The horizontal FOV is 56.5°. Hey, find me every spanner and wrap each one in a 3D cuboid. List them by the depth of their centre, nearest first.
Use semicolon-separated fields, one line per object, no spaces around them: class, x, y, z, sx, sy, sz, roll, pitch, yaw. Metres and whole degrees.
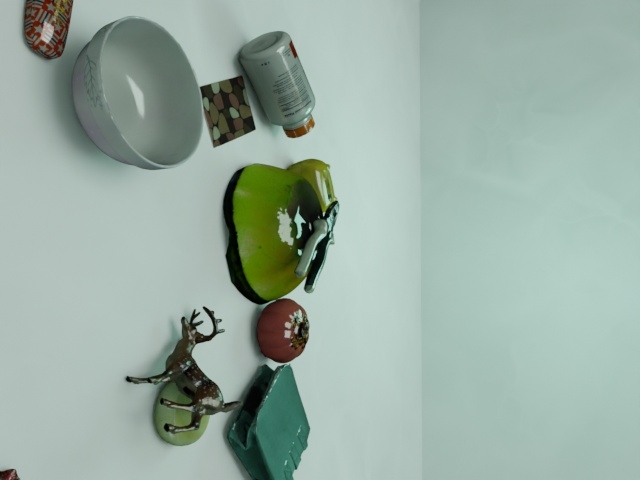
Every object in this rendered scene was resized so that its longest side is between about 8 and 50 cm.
spanner;0.000;0.000;1.623;0.096;0.040;0.325;66;32;-36

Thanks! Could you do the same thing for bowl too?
bowl;-0.370;-0.274;1.162;0.287;0.143;0.287;-5;90;-65

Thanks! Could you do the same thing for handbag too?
handbag;-0.132;0.502;1.580;0.269;0.100;0.274;-64;141;-54

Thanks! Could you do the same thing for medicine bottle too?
medicine bottle;-0.110;-0.442;1.729;0.157;0.156;0.289;-70;145;-42

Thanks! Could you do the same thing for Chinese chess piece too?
Chinese chess piece;-0.298;0.370;1.292;0.144;0.058;0.144;-3;90;-65

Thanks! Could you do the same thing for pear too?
pear;-0.100;-0.027;1.658;0.398;0.165;0.400;-5;90;-65

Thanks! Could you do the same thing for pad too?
pad;-0.247;-0.351;1.602;0.235;0.003;0.158;-44;124;-59

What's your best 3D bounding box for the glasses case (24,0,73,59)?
glasses case;-0.481;-0.423;1.065;0.073;0.049;0.195;28;60;-60

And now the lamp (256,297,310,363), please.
lamp;-0.094;0.249;1.650;0.182;0.139;0.182;0;90;-65

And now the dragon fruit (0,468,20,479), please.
dragon fruit;-0.490;0.390;0.873;0.131;0.063;0.097;-4;89;-65

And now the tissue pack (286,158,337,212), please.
tissue pack;-0.026;-0.168;1.892;0.123;0.127;0.179;-39;119;-58

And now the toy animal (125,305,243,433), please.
toy animal;-0.275;0.275;1.264;0.244;0.087;0.260;56;31;13
